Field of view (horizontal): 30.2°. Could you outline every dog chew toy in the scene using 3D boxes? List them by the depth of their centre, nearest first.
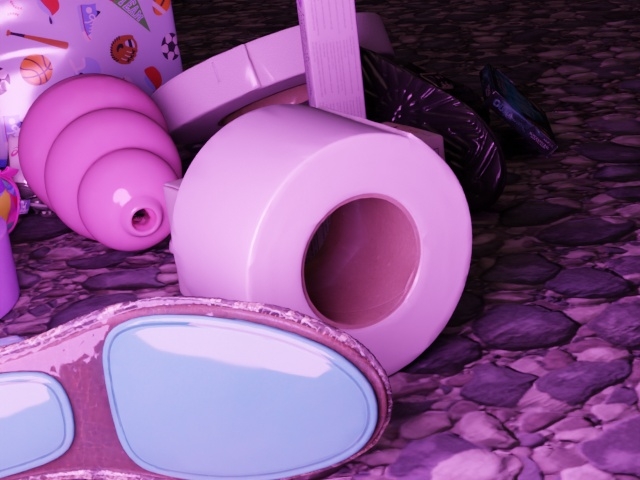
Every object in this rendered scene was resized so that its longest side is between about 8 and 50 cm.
[{"bbox_3d":[-0.274,-0.091,1.551,0.207,0.206,0.332,-14,30,-19],"label":"dog chew toy"}]

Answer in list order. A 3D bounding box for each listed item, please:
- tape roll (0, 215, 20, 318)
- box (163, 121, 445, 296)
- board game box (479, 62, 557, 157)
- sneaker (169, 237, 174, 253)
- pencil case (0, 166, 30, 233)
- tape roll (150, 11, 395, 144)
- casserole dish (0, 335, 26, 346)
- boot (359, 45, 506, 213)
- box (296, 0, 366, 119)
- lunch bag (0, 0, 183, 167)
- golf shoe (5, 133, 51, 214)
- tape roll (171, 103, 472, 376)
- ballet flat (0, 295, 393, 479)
[{"bbox_3d":[-0.496,0.046,1.383,0.275,0.090,0.275,-6,20,2],"label":"tape roll"},{"bbox_3d":[-0.010,-0.029,1.366,0.311,0.147,0.121,-16,22,-29],"label":"box"},{"bbox_3d":[0.295,-0.198,1.783,0.026,0.126,0.186,-47,11,19],"label":"board game box"},{"bbox_3d":[-0.138,-0.048,1.524,0.080,0.094,0.212,3,22,18],"label":"sneaker"},{"bbox_3d":[-0.525,-0.058,1.653,0.236,0.104,0.104,4,23,24],"label":"pencil case"},{"bbox_3d":[-0.074,-0.248,1.848,0.392,0.072,0.392,-20,0,0],"label":"tape roll"},{"bbox_3d":[-0.358,0.126,1.143,0.189,0.037,0.114,-14,-4,-21],"label":"casserole dish"},{"bbox_3d":[0.171,-0.150,1.662,0.348,0.131,0.260,47,18,30],"label":"boot"},{"bbox_3d":[0.020,-0.177,1.495,0.067,0.323,0.063,-11,24,-7],"label":"box"},{"bbox_3d":[-0.450,-0.313,1.985,0.386,0.327,0.239,-22,21,-32],"label":"lunch bag"},{"bbox_3d":[-0.382,-0.132,1.783,0.105,0.120,0.273,-2,19,14],"label":"golf shoe"},{"bbox_3d":[0.000,0.000,1.145,0.246,0.246,0.169,-17,22,-26],"label":"tape roll"},{"bbox_3d":[-0.182,0.126,1.007,0.483,0.163,0.182,-8,11,4],"label":"ballet flat"}]
